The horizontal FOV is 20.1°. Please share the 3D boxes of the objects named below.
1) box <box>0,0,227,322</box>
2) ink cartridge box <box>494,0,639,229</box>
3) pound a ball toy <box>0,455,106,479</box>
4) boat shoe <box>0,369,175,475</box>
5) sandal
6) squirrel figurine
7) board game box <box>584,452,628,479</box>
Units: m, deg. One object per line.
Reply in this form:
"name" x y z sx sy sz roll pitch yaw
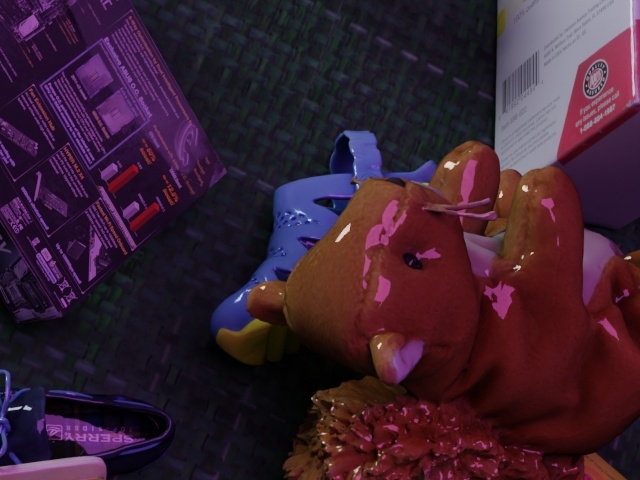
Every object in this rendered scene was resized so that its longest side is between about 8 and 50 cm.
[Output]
"box" -0.248 -0.120 1.617 0.242 0.076 0.307 -45 114 -37
"ink cartridge box" 0.310 -0.242 1.860 0.160 0.279 0.385 11 67 -20
"pound a ball toy" -0.302 0.305 1.456 0.319 0.136 0.208 -5 37 -25
"boat shoe" -0.253 0.157 1.578 0.258 0.089 0.109 -5 73 -25
"sandal" 0.000 0.000 1.739 0.138 0.126 0.317 45 54 9
"squirrel figurine" 0.113 0.111 1.592 0.370 0.281 0.397 3 109 -48
"board game box" 0.224 0.285 1.761 0.092 0.043 0.181 40 61 -4
